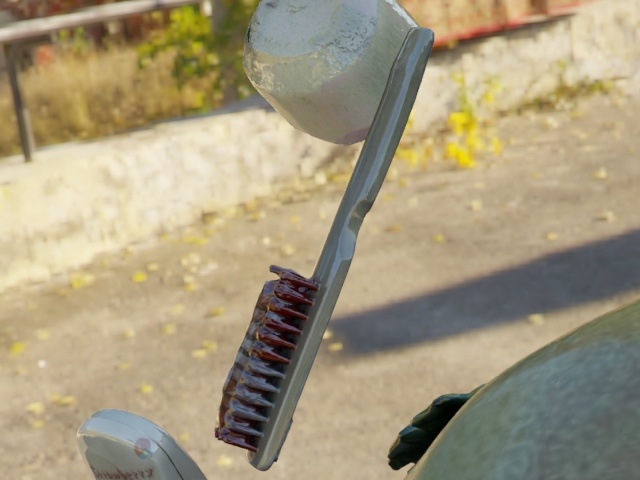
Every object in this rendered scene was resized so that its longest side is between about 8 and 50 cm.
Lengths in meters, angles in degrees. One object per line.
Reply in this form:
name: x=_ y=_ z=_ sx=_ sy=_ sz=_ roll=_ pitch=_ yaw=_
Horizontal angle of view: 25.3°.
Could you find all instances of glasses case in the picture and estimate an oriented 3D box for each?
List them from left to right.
glasses case: x=-0.111 y=0.196 z=1.038 sx=0.081 sy=0.204 sz=0.051 roll=7 pitch=47 yaw=36

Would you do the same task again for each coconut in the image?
coconut: x=0.017 y=-0.174 z=1.390 sx=0.171 sy=0.183 sz=0.171 roll=-16 pitch=55 yaw=24

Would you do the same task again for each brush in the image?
brush: x=0.000 y=0.000 z=0.985 sx=0.050 sy=0.321 sz=0.060 roll=22 pitch=1 yaw=-10

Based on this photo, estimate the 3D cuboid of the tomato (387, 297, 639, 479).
tomato: x=0.136 y=0.149 z=0.476 sx=0.239 sy=0.303 sz=0.303 roll=-3 pitch=16 yaw=5
